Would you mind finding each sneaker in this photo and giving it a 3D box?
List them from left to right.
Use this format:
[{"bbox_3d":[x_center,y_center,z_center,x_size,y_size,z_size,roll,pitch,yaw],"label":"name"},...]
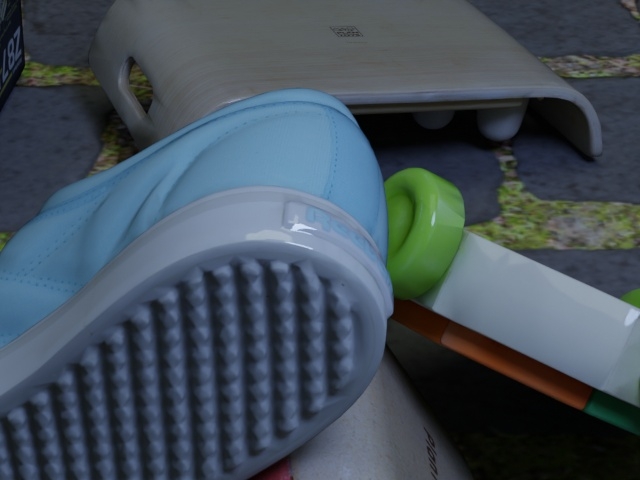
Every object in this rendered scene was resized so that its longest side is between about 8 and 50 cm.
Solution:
[{"bbox_3d":[-0.110,0.058,0.797,0.366,0.135,0.150,-28,30,27],"label":"sneaker"}]

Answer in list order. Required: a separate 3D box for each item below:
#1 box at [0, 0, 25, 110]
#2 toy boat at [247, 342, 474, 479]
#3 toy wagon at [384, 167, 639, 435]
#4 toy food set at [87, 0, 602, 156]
[{"bbox_3d":[-0.279,-0.171,1.154,0.097,0.318,0.395,1,31,6],"label":"box"},{"bbox_3d":[-0.015,0.131,0.824,0.151,0.151,0.231,-28,27,12],"label":"toy boat"},{"bbox_3d":[0.121,0.040,0.858,0.267,0.068,0.344,24,2,-30],"label":"toy wagon"},{"bbox_3d":[0.013,-0.103,1.276,0.306,0.092,0.220,-3,28,-20],"label":"toy food set"}]
